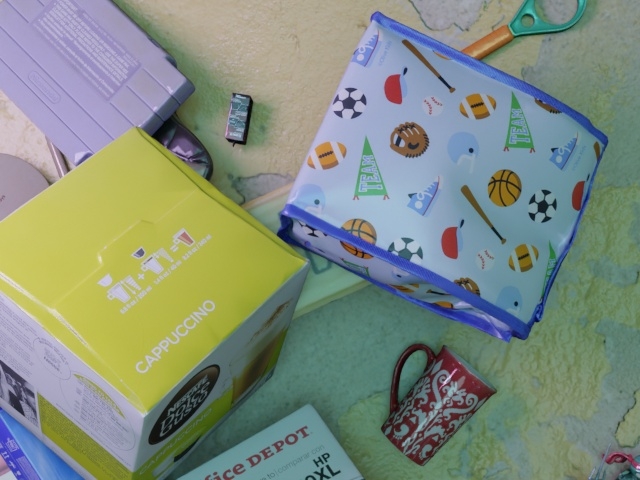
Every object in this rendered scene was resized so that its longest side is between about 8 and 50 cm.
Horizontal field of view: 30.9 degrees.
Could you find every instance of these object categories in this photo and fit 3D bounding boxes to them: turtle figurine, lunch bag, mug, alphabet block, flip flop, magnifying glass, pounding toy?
[{"bbox_3d":[0.499,0.426,1.825,0.175,0.118,0.234,9,106,19],"label":"turtle figurine"},{"bbox_3d":[0.175,-0.075,1.624,0.385,0.239,0.328,23,80,1],"label":"lunch bag"},{"bbox_3d":[0.177,0.259,1.857,0.113,0.150,0.169,37,94,-34],"label":"mug"},{"bbox_3d":[0.000,0.000,1.811,0.197,0.192,0.193,-24,86,1],"label":"alphabet block"},{"bbox_3d":[-0.265,-0.185,1.870,0.112,0.080,0.277,-41,76,1],"label":"flip flop"},{"bbox_3d":[0.331,-0.355,1.898,0.231,0.026,0.092,-31,88,1],"label":"magnifying glass"},{"bbox_3d":[-0.506,-0.048,1.879,0.236,0.110,0.183,-24,75,-29],"label":"pounding toy"}]

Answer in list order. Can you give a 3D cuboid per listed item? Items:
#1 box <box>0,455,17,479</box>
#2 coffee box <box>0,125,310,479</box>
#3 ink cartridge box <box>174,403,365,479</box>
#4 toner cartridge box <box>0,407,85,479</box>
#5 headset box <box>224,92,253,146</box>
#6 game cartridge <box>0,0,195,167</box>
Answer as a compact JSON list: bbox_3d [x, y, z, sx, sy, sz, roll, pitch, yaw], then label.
[{"bbox_3d":[-0.548,0.310,1.842,0.148,0.127,0.232,-23,87,-1],"label":"box"},{"bbox_3d":[-0.270,0.113,1.651,0.338,0.334,0.337,38,55,13],"label":"coffee box"},{"bbox_3d":[-0.029,0.483,1.698,0.285,0.166,0.395,-27,59,-18],"label":"ink cartridge box"},{"bbox_3d":[-0.359,0.374,1.799,0.165,0.075,0.348,-37,97,-43],"label":"toner cartridge box"},{"bbox_3d":[-0.133,-0.193,1.882,0.032,0.062,0.083,11,89,2],"label":"headset box"},{"bbox_3d":[-0.387,-0.278,1.849,0.230,0.068,0.355,-44,70,-4],"label":"game cartridge"}]
